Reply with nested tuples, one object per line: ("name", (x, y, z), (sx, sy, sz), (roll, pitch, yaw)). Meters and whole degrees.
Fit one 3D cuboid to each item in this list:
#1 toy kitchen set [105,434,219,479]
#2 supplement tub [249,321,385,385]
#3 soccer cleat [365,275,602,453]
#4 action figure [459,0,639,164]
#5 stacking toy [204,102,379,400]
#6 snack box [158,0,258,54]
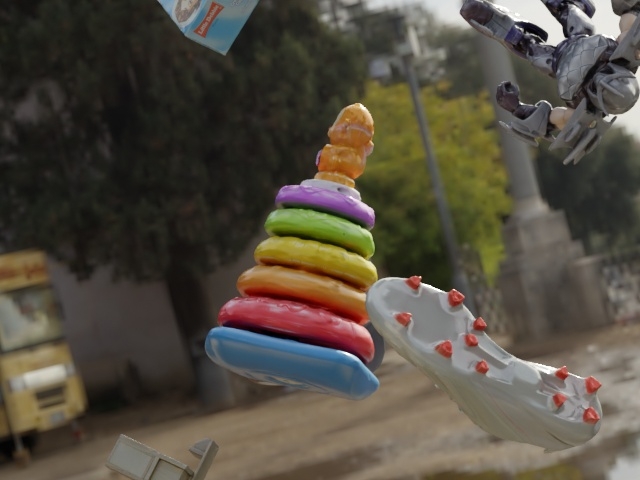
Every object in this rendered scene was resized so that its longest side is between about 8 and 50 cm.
("toy kitchen set", (-0.147, 0.208, 1.461), (0.075, 0.068, 0.083), (22, -17, 17))
("supplement tub", (-0.011, 0.137, 1.982), (0.198, 0.106, 0.106), (-3, 7, 45))
("soccer cleat", (0.107, 0.095, 1.077), (0.076, 0.196, 0.068), (-48, 17, 45))
("action figure", (0.234, -0.183, 1.472), (0.185, 0.099, 0.285), (-47, 26, 12))
("stacking toy", (0.000, 0.000, 1.574), (0.165, 0.302, 0.175), (11, -11, 13))
("snack box", (-0.128, -0.352, 1.689), (0.060, 0.187, 0.322), (23, 17, -34))
